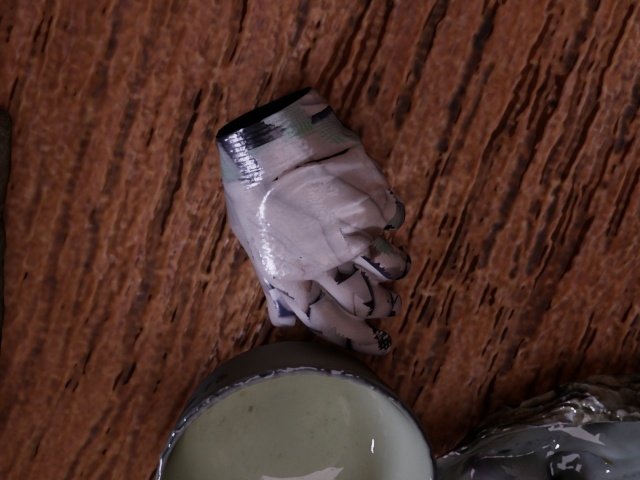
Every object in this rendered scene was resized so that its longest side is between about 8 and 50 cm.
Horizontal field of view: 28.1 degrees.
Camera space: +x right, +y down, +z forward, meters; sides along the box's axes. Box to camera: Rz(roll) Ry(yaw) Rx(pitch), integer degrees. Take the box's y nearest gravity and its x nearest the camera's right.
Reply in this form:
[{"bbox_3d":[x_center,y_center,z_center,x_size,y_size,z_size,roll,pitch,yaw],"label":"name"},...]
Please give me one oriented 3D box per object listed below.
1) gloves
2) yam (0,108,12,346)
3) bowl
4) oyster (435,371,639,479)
[{"bbox_3d":[0.003,0.001,0.922,0.127,0.111,0.212,-28,105,0],"label":"gloves"},{"bbox_3d":[-0.255,0.038,0.931,0.061,0.061,0.274,4,112,-8],"label":"yam"},{"bbox_3d":[-0.022,0.165,0.980,0.211,0.112,0.211,-2,112,-5],"label":"bowl"},{"bbox_3d":[0.199,0.159,1.016,0.199,0.087,0.252,26,115,-26],"label":"oyster"}]
